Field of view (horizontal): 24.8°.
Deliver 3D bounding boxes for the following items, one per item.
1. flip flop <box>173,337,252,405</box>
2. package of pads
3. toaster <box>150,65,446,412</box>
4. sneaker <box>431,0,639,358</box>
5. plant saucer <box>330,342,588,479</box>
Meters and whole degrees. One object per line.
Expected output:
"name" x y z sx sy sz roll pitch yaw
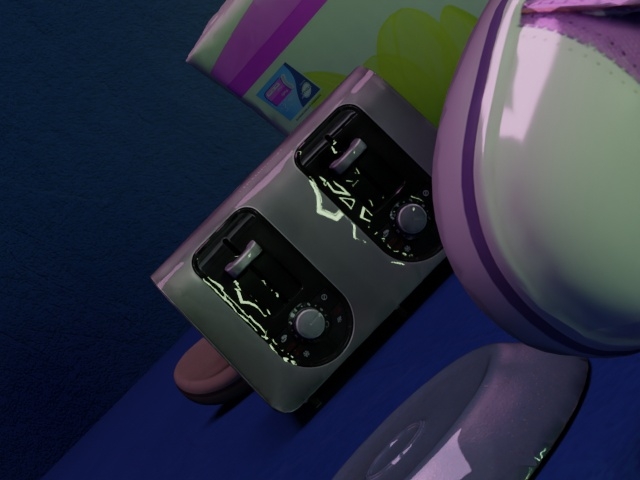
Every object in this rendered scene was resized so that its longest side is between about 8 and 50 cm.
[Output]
"flip flop" -0.037 0.039 1.031 0.112 0.080 0.277 -47 4 -31
"package of pads" 0.070 -0.183 1.153 0.296 0.229 0.101 -45 14 34
"toaster" 0.000 0.000 0.823 0.168 0.110 0.185 -45 3 -4
"sneaker" 0.142 -0.088 0.296 0.282 0.102 0.161 -46 7 -9
"plant saucer" 0.028 0.069 0.431 0.119 0.021 0.119 -45 3 3
